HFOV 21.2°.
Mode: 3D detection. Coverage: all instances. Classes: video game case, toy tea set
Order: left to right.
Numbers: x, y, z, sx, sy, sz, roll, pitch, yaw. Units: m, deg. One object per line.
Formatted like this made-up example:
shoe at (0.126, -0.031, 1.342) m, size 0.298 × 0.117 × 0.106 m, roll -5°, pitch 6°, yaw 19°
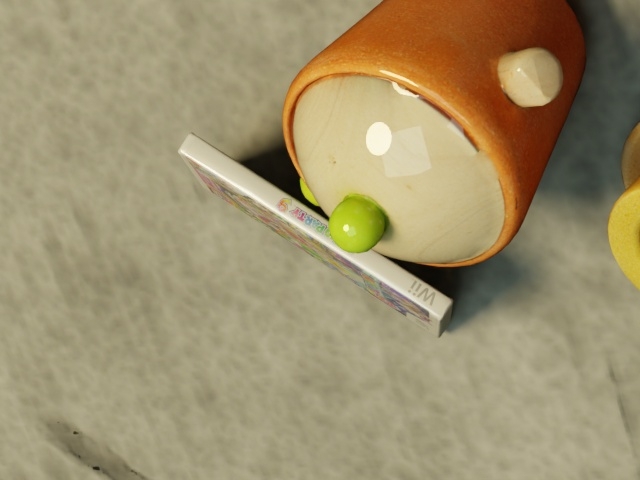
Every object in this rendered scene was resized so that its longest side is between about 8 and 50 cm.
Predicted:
video game case at (0.000, 0.000, 0.699) m, size 0.122 × 0.087 × 0.011 m, roll 32°, pitch 85°, yaw 7°
toy tea set at (0.089, -0.075, 0.528) m, size 0.200 × 0.124 × 0.336 m, roll 26°, pitch 145°, yaw 15°
